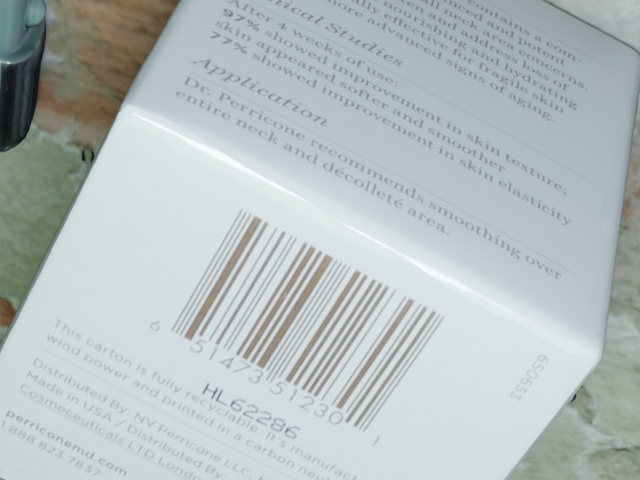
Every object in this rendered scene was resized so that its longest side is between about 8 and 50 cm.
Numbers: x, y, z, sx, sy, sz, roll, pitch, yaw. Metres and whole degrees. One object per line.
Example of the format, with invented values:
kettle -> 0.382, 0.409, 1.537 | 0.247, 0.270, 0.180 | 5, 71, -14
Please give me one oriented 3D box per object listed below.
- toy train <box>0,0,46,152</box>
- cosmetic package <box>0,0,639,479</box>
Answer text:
toy train -> -0.303, -0.216, 1.378 | 0.190, 0.142, 0.334 | 8, 124, -5
cosmetic package -> 0.000, 0.000, 1.272 | 0.329, 0.393, 0.327 | 28, 126, -4
